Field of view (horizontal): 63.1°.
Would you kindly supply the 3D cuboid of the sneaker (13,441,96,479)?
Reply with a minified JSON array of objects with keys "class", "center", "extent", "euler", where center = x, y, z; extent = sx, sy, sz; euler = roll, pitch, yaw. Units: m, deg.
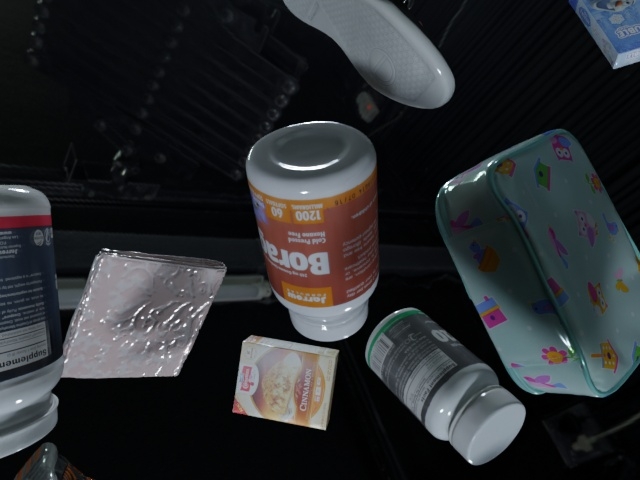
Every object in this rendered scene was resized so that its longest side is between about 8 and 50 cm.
[{"class":"sneaker","center":[-0.389,0.440,0.818],"extent":[0.180,0.321,0.124],"euler":[44,-101,-19]}]

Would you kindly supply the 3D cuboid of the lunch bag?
[{"class":"lunch bag","center":[0.268,0.024,0.595],"extent":[0.224,0.108,0.279],"euler":[-28,-88,-38]}]

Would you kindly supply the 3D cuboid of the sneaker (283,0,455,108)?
[{"class":"sneaker","center":[0.086,-0.276,0.618],"extent":[0.147,0.104,0.296],"euler":[-30,-119,-21]}]

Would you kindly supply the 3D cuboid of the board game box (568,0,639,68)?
[{"class":"board game box","center":[0.278,-0.198,0.447],"extent":[0.020,0.090,0.090],"euler":[64,-169,-62]}]

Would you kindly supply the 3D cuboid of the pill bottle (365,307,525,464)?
[{"class":"pill bottle","center":[0.286,0.336,1.239],"extent":[0.204,0.204,0.361],"euler":[7,-158,-37]}]

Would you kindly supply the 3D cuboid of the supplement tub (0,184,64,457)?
[{"class":"supplement tub","center":[-0.386,0.080,0.559],"extent":[0.191,0.191,0.272],"euler":[-7,-85,-45]}]

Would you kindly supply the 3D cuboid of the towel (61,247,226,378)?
[{"class":"towel","center":[-0.412,0.179,1.218],"extent":[0.317,0.332,0.053],"euler":[12,-159,-44]}]

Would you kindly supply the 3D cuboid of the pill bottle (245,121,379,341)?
[{"class":"pill bottle","center":[0.000,0.000,0.535],"extent":[0.121,0.216,0.121],"euler":[-4,-141,4]}]

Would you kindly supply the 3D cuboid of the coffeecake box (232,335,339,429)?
[{"class":"coffeecake box","center":[-0.067,0.276,1.026],"extent":[0.185,0.142,0.068],"euler":[8,-179,8]}]
